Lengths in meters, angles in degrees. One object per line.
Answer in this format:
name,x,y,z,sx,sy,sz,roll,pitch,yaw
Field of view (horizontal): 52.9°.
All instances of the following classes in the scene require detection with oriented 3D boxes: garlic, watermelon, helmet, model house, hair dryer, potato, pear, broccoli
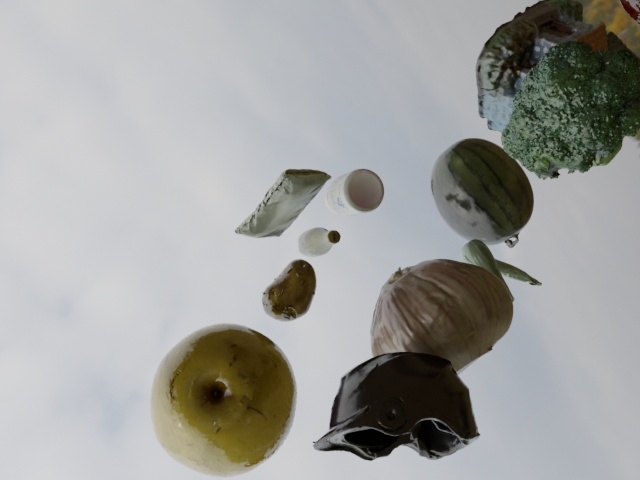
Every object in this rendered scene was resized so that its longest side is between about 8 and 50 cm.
garlic,0.245,0.167,1.395,0.259,0.317,0.317,43,-153,7
watermelon,0.492,-0.136,1.948,0.359,0.279,0.279,54,-153,8
helmet,0.135,0.293,1.172,0.305,0.225,0.177,7,-118,-10
model house,0.630,-0.395,1.608,0.339,0.360,0.298,38,148,40
hair dryer,0.482,0.100,1.628,0.237,0.075,0.206,15,-149,-27
potato,-0.074,0.137,1.703,0.137,0.176,0.137,41,176,3
pear,-0.217,0.356,1.461,0.348,0.348,0.349,38,-147,-30
broccoli,0.468,-0.227,1.187,0.270,0.269,0.270,30,-143,-43

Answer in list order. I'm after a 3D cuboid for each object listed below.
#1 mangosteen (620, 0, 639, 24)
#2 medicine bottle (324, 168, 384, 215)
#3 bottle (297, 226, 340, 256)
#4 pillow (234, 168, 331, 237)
mangosteen,0.669,-0.504,1.162,0.215,0.258,0.215,30,-171,-5
medicine bottle,0.122,-0.178,2.497,0.170,0.170,0.293,52,166,-8
bottle,0.000,0.000,1.804,0.083,0.269,0.083,2,-97,-17
pillow,-0.082,-0.075,1.385,0.128,0.229,0.051,3,-127,-41
